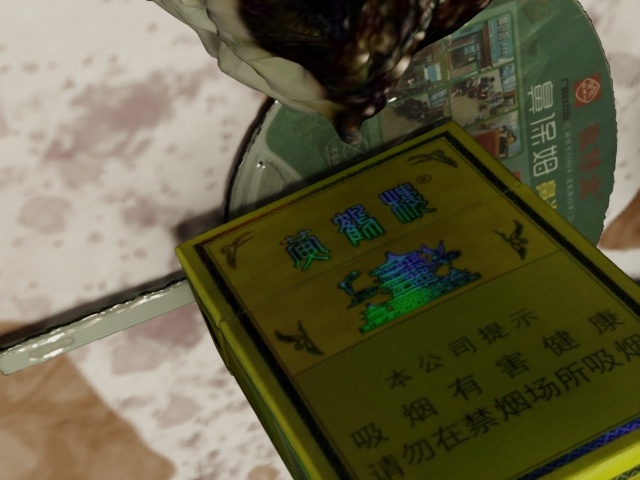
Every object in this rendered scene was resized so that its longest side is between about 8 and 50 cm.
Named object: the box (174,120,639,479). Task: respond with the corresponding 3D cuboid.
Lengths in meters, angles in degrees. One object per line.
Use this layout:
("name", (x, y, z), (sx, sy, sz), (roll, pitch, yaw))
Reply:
("box", (0.045, 0.045, 0.527), (0.141, 0.220, 0.064), (-26, 127, -10))

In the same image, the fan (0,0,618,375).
("fan", (0.019, -0.027, 0.615), (0.294, 0.012, 0.223), (4, 121, -29))

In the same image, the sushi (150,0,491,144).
("sushi", (-0.060, -0.187, 0.369), (0.182, 0.196, 0.343), (-54, 135, -7))
